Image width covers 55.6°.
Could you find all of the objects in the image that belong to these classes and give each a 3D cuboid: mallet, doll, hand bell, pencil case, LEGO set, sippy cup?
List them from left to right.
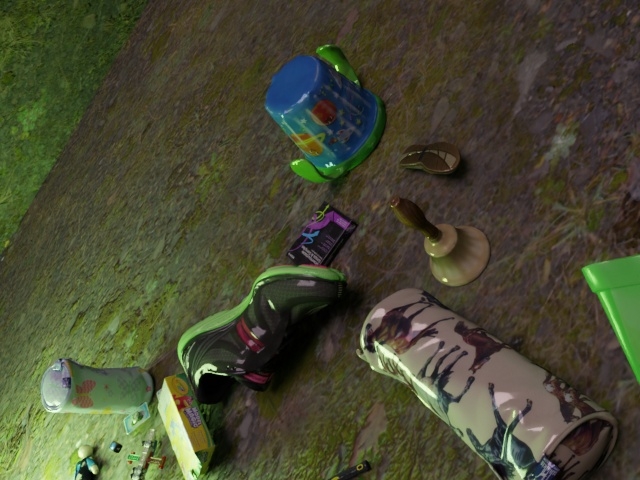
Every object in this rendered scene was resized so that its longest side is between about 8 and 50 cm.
[{"bbox_3d":[-0.614,0.621,1.574,0.129,0.046,0.189,-41,39,29],"label":"doll"},{"bbox_3d":[-0.544,0.363,1.496,0.114,0.273,0.124,-23,63,26],"label":"pencil case"},{"bbox_3d":[-0.402,0.475,1.482,0.244,0.060,0.182,-39,45,2],"label":"LEGO set"},{"bbox_3d":[-0.002,-0.308,1.431,0.240,0.224,0.305,-39,46,17],"label":"sippy cup"},{"bbox_3d":[0.011,0.461,1.121,0.190,0.039,0.062,-27,51,23],"label":"mallet"},{"bbox_3d":[0.192,-0.016,1.079,0.126,0.242,0.126,-21,55,33],"label":"hand bell"},{"bbox_3d":[0.234,0.232,0.960,0.183,0.160,0.410,-45,43,-9],"label":"pencil case"}]

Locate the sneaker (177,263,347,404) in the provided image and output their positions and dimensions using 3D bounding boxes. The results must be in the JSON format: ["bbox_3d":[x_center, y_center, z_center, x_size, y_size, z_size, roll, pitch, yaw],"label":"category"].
[{"bbox_3d":[-0.113,0.208,1.294,0.483,0.185,0.202,-38,54,32],"label":"sneaker"}]

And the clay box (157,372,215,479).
[{"bbox_3d":[-0.294,0.421,1.341,0.222,0.053,0.127,55,140,33],"label":"clay box"}]

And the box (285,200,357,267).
[{"bbox_3d":[0.000,0.000,1.395,0.162,0.029,0.116,-56,43,4],"label":"box"}]

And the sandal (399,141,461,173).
[{"bbox_3d":[0.235,-0.166,1.273,0.072,0.049,0.180,-58,29,-9],"label":"sandal"}]

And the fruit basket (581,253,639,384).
[{"bbox_3d":[0.525,-0.008,0.745,0.392,0.283,0.392,-8,77,37],"label":"fruit basket"}]
